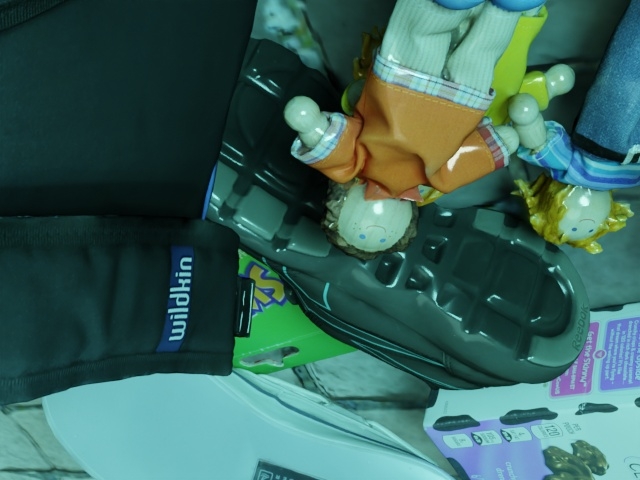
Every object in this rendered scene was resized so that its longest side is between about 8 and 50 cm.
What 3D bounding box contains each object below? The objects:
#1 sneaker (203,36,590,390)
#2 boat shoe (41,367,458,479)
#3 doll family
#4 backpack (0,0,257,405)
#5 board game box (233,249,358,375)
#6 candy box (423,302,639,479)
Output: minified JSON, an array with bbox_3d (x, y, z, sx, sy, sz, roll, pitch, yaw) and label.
[{"bbox_3d":[0.000,0.000,0.616,0.267,0.101,0.106,35,147,-13],"label":"sneaker"},{"bbox_3d":[-0.037,0.125,0.736,0.258,0.095,0.084,25,-178,6],"label":"boat shoe"},{"bbox_3d":[0.106,-0.057,0.527,0.263,0.118,0.163,7,136,-16],"label":"doll family"},{"bbox_3d":[-0.138,-0.071,0.412,0.213,0.263,0.276,16,112,18],"label":"backpack"},{"bbox_3d":[-0.093,-0.012,0.682,0.124,0.039,0.259,-18,127,35],"label":"board game box"},{"bbox_3d":[0.182,0.112,0.702,0.196,0.070,0.165,-12,132,30],"label":"candy box"}]
